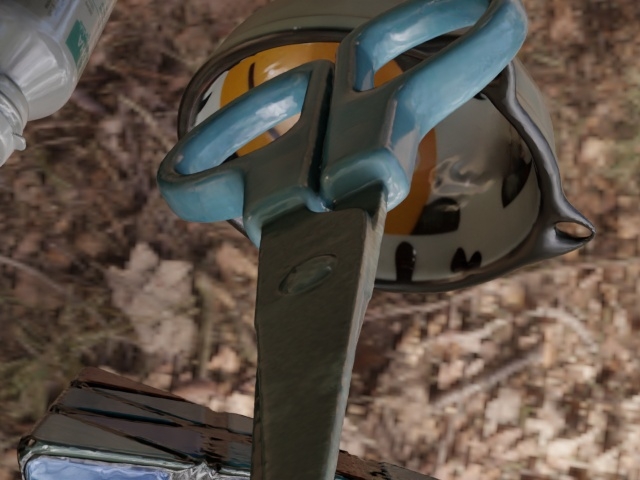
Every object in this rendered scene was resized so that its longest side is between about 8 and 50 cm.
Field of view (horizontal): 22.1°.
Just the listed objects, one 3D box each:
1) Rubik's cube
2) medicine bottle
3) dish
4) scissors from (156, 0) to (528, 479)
[{"bbox_3d":[-0.103,0.113,0.829,0.284,0.250,0.234,-37,148,3],"label":"Rubik's cube"},{"bbox_3d":[-0.240,-0.161,1.245,0.135,0.135,0.215,44,49,-33],"label":"medicine bottle"},{"bbox_3d":[0.047,-0.089,1.161,0.303,0.303,0.120,45,45,-33],"label":"dish"},{"bbox_3d":[0.000,0.000,0.624,0.029,0.192,0.447,59,15,-20],"label":"scissors"}]
